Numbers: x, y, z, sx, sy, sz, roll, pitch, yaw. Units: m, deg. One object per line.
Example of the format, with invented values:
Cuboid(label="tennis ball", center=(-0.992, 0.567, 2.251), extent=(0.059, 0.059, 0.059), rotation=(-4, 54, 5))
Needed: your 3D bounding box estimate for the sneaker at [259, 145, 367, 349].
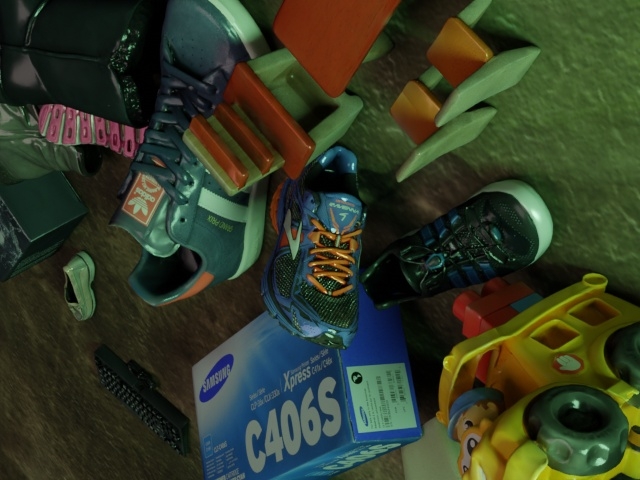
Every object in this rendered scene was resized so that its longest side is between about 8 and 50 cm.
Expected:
Cuboid(label="sneaker", center=(0.000, 0.000, 1.050), extent=(0.087, 0.083, 0.221), rotation=(-56, 28, 38))

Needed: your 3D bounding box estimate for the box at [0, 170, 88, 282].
Cuboid(label="box", center=(-0.394, -0.053, 1.569), extent=(0.156, 0.093, 0.158), rotation=(55, 145, 3))

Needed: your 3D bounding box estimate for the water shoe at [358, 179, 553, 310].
Cuboid(label="water shoe", center=(0.108, 0.016, 1.004), extent=(0.073, 0.080, 0.203), rotation=(56, 146, -1))

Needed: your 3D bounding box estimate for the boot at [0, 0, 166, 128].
Cuboid(label="boot", center=(-0.242, -0.242, 1.233), extent=(0.207, 0.094, 0.246), rotation=(9, 104, 28))

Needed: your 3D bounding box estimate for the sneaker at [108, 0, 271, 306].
Cuboid(label="sneaker", center=(-0.131, -0.074, 1.171), extent=(0.131, 0.148, 0.350), rotation=(33, 139, 32))

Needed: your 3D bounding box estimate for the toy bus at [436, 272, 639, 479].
Cuboid(label="toy bus", center=(0.161, 0.116, 0.908), extent=(0.211, 0.220, 0.149), rotation=(39, 139, 36))

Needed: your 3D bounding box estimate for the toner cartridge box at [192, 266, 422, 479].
Cuboid(label="toner cartridge box", center=(-0.028, 0.158, 1.236), extent=(0.348, 0.075, 0.165), rotation=(-40, 54, 56))

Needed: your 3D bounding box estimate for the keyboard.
Cuboid(label="keyboard", center=(-0.242, 0.209, 1.654), extent=(0.180, 0.023, 0.108), rotation=(35, 140, 28))

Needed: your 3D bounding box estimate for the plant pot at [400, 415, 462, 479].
Cuboid(label="plant pot", center=(0.134, 0.199, 1.107), extent=(0.096, 0.109, 0.109), rotation=(63, 148, 13))

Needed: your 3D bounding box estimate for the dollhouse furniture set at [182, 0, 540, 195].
Cuboid(label="dollhouse furniture set", center=(-0.005, -0.151, 0.962), extent=(0.262, 0.135, 0.259), rotation=(50, 145, 11))

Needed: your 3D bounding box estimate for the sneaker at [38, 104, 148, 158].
Cuboid(label="sneaker", center=(-0.213, -0.127, 1.316), extent=(0.170, 0.075, 0.063), rotation=(7, 106, 23))

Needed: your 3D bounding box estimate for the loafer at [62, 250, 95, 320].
Cuboid(label="loafer", center=(-0.323, 0.064, 1.621), extent=(0.045, 0.039, 0.125), rotation=(40, 142, 23))

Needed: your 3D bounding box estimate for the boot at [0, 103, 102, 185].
Cuboid(label="boot", center=(-0.352, -0.173, 1.401), extent=(0.161, 0.083, 0.246), rotation=(-8, 124, 37))
